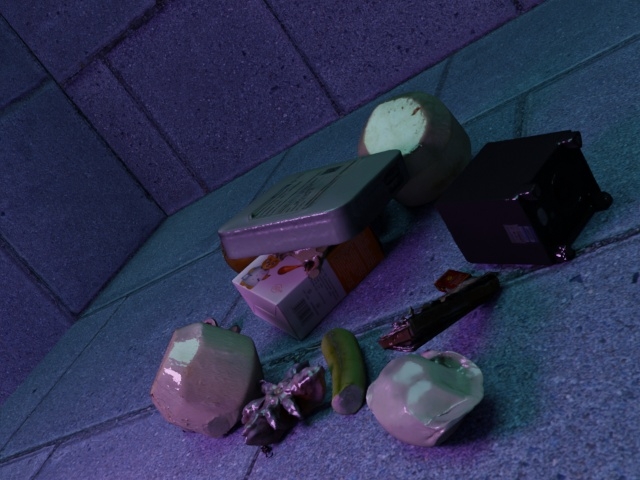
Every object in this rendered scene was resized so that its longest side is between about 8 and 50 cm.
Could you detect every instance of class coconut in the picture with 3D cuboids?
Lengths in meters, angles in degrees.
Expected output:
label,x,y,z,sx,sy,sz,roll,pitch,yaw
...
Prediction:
label,x,y,z,sx,sy,sz,roll,pitch,yaw
coconut,-0.246,0.319,1.573,0.245,0.248,0.244,-157,90,-78
coconut,0.265,-0.259,1.951,0.323,0.323,0.323,-32,19,13

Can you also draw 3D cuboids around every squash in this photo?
label,x,y,z,sx,sy,sz,roll,pitch,yaw
squash,0.049,0.260,1.421,0.083,0.083,0.250,-34,22,9

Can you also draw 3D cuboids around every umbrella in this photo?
label,x,y,z,sx,sy,sz,roll,pitch,yaw
umbrella,-0.118,0.419,1.426,0.022,0.013,0.122,-26,17,-9

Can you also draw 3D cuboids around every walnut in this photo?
label,x,y,z,sx,sy,sz,roll,pitch,yaw
walnut,-0.226,0.016,2.299,0.203,0.203,0.298,-36,16,3

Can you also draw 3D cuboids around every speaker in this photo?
label,x,y,z,sx,sy,sz,roll,pitch,yaw
speaker,0.419,-0.084,1.419,0.232,0.184,0.254,-47,24,-26

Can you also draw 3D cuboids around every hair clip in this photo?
label,x,y,z,sx,sy,sz,roll,pitch,yaw
hair clip,-0.294,0.302,1.996,0.123,0.102,0.138,-32,51,18

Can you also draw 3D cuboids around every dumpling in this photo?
label,x,y,z,sx,sy,sz,roll,pitch,yaw
dumpling,0.166,0.253,1.136,0.162,0.132,0.250,-49,22,-22

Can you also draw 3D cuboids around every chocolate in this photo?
label,x,y,z,sx,sy,sz,roll,pitch,yaw
chocolate,0.229,0.130,1.278,0.102,0.065,0.329,-27,-5,43

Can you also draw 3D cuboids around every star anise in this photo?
label,x,y,z,sx,sy,sz,roll,pitch,yaw
star anise,-0.071,0.328,1.432,0.236,0.093,0.229,-34,15,35

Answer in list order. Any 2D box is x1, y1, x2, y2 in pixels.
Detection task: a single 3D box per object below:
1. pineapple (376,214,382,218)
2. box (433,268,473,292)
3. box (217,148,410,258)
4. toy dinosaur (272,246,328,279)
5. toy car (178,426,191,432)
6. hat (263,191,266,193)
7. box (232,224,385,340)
label,x,y,z,sx,sy,sz,roll,pitch,yaw
pineapple,0.091,-0.119,2.069,0.159,0.161,0.334,-1,31,-3
box,0.287,0.090,1.481,0.051,0.023,0.082,-41,19,-15
box,-0.013,-0.091,1.727,0.397,0.111,0.396,-9,21,34
toy dinosaur,-0.003,-0.003,1.717,0.251,0.072,0.199,-35,26,6
toy car,-0.326,0.406,1.710,0.112,0.112,0.139,-35,21,57
hat,-0.069,-0.067,2.321,0.258,0.167,0.301,-4,-14,-13
box,-0.028,0.072,1.822,0.341,0.143,0.225,-43,36,-21
